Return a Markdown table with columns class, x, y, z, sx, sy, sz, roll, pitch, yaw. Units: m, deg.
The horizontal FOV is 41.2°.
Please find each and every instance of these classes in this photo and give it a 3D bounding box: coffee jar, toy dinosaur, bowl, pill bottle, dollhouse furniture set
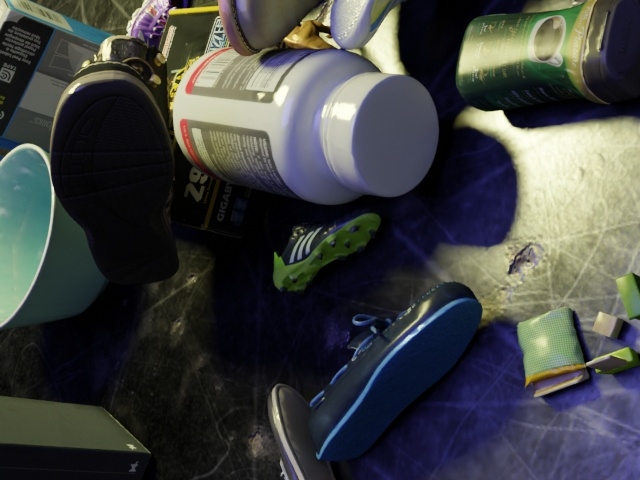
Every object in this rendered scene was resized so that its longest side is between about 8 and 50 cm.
| class | x | y | z | sx | sy | sz | roll | pitch | yaw |
| --- | --- | --- | --- | --- | --- | --- | --- | --- | --- |
| coffee jar | 0.227 | -0.178 | 0.826 | 0.184 | 0.079 | 0.096 | 6 | 79 | 48 |
| toy dinosaur | -0.010 | -0.247 | 1.069 | 0.211 | 0.112 | 0.064 | 32 | 115 | 38 |
| bowl | -0.451 | 0.010 | 1.420 | 0.312 | 0.163 | 0.311 | -18 | 64 | 43 |
| pill bottle | -0.022 | -0.137 | 1.004 | 0.319 | 0.176 | 0.176 | 16 | 89 | 48 |
| dollhouse furniture set | 0.228 | 0.083 | 0.755 | 0.152 | 0.059 | 0.076 | -30 | 56 | 37 |

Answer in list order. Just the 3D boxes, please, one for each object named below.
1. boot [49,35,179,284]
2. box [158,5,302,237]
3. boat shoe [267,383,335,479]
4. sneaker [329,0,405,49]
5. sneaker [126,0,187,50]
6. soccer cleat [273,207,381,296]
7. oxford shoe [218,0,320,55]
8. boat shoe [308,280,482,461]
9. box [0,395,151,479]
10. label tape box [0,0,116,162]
| class | x | y | z | sx | sy | sz | roll | pitch | yaw |
| --- | --- | --- | --- | --- | --- | --- | --- | --- | --- |
| boot | -0.250 | -0.148 | 1.072 | 0.377 | 0.138 | 0.284 | 89 | 172 | -57 |
| box | -0.172 | -0.179 | 1.253 | 0.257 | 0.079 | 0.321 | 14 | 88 | 46 |
| boat shoe | -0.026 | 0.260 | 0.955 | 0.065 | 0.075 | 0.206 | -41 | 55 | 26 |
| sneaker | 0.103 | -0.303 | 0.952 | 0.091 | 0.126 | 0.240 | 17 | 82 | 55 |
| sneaker | -0.267 | -0.374 | 1.426 | 0.071 | 0.068 | 0.169 | 34 | 102 | 41 |
| soccer cleat | 0.000 | 0.000 | 1.025 | 0.179 | 0.060 | 0.072 | -38 | 51 | 36 |
| oxford shoe | 0.011 | -0.371 | 0.997 | 0.147 | 0.140 | 0.396 | 10 | 60 | 29 |
| boat shoe | 0.057 | 0.125 | 0.889 | 0.258 | 0.109 | 0.089 | -47 | 44 | 23 |
| box | -0.461 | 0.389 | 1.175 | 0.179 | 0.343 | 0.312 | 24 | 94 | 48 |
| label tape box | -0.522 | -0.244 | 1.522 | 0.333 | 0.241 | 0.106 | -57 | 46 | 18 |
